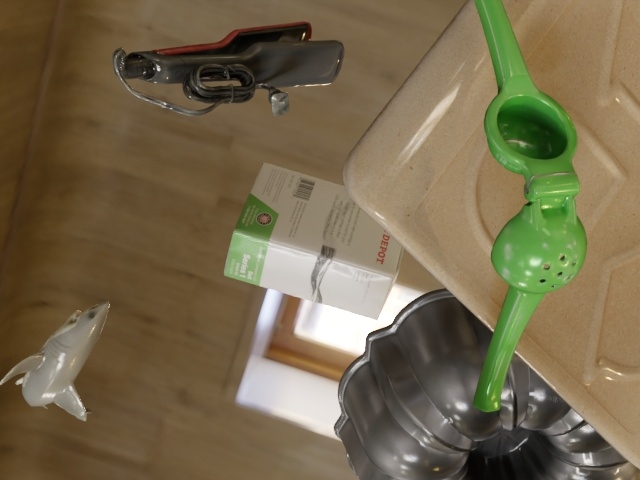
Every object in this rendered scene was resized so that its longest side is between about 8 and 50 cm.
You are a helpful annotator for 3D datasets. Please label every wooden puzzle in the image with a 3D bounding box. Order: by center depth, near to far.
[{"bbox_3d":[0.217,-0.052,0.804,0.322,0.348,0.080,-53,-159,-11],"label":"wooden puzzle"}]

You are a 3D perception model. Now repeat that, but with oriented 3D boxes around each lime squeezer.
[{"bbox_3d":[0.120,-0.037,0.673,0.110,0.059,0.310,-114,-161,-81],"label":"lime squeezer"}]

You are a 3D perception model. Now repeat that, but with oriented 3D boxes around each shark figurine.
[{"bbox_3d":[-0.363,0.211,1.572,0.166,0.116,0.278,-42,173,-36],"label":"shark figurine"}]

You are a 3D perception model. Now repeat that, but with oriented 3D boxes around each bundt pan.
[{"bbox_3d":[0.184,0.200,1.131,0.124,0.331,0.330,-104,-154,-57],"label":"bundt pan"}]

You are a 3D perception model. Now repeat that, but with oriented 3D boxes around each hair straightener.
[{"bbox_3d":[-0.059,-0.131,0.848,0.230,0.089,0.047,-11,128,-49],"label":"hair straightener"}]

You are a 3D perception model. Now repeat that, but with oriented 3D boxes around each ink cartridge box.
[{"bbox_3d":[0.000,0.000,1.516,0.160,0.219,0.092,-71,178,-49],"label":"ink cartridge box"}]
